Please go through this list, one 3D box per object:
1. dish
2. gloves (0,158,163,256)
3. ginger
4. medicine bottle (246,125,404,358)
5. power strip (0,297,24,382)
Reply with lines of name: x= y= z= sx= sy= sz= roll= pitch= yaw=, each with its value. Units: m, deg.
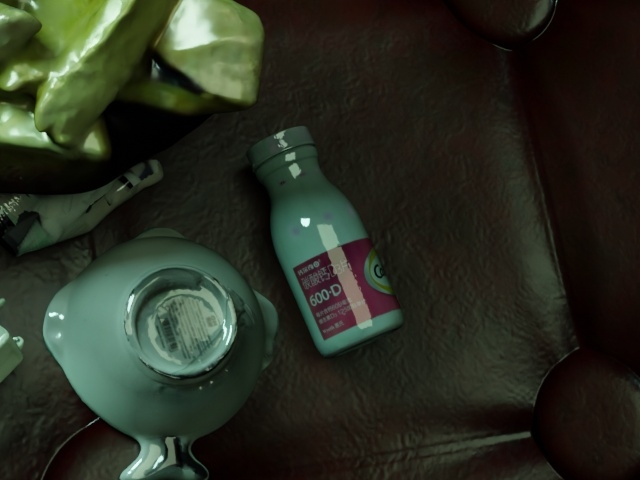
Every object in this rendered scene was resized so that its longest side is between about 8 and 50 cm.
dish: x=-0.135 y=0.096 z=1.105 sx=0.224 sy=0.078 sz=0.246 roll=2 pitch=74 yaw=-19
gloves: x=-0.224 y=-0.080 z=1.115 sx=0.127 sy=0.111 sz=0.212 roll=44 pitch=73 yaw=3
ginger: x=-0.265 y=-0.226 z=1.026 sx=0.413 sy=0.211 sz=0.358 roll=-3 pitch=48 yaw=-12
medicine bottle: x=0.000 y=0.000 z=1.172 sx=0.090 sy=0.090 sz=0.216 roll=-20 pitch=82 yaw=-23
power strip: x=-0.392 y=0.174 z=0.988 sx=0.106 sy=0.043 sz=0.367 roll=27 pitch=61 yaw=30
